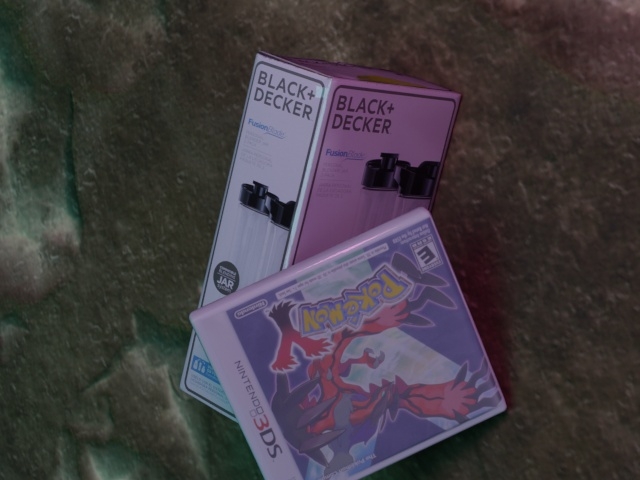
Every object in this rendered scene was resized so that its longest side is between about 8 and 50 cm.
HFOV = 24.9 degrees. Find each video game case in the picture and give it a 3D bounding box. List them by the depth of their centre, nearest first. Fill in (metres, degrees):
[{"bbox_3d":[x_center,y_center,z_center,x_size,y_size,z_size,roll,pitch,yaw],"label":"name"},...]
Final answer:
[{"bbox_3d":[0.025,0.095,1.131,0.023,0.201,0.183,-129,15,-71],"label":"video game case"}]

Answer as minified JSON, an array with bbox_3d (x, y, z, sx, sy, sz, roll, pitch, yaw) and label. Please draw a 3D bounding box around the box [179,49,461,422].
[{"bbox_3d":[0.000,0.000,1.197,0.087,0.169,0.290,24,104,40],"label":"box"}]
